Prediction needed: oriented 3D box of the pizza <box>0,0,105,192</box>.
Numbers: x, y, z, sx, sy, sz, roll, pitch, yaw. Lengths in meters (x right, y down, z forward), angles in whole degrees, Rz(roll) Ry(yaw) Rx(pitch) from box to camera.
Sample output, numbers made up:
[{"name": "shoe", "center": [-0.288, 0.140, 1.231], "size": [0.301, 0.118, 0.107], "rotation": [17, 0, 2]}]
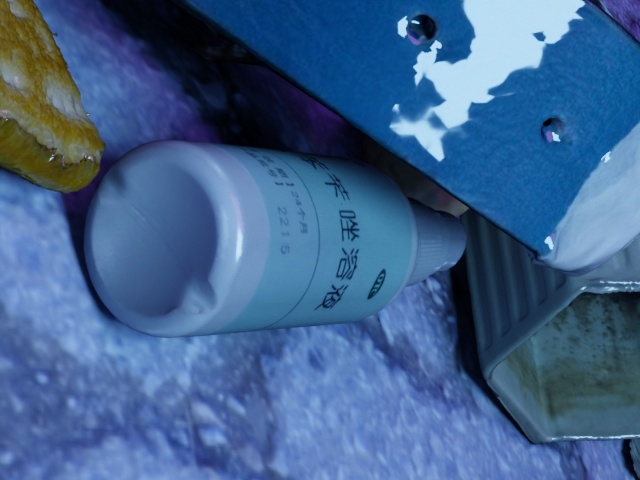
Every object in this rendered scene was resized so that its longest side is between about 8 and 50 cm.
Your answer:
[{"name": "pizza", "center": [-0.195, -0.121, 0.783], "size": [0.188, 0.062, 0.199], "rotation": [46, 23, -52]}]

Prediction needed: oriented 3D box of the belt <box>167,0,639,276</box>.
[{"name": "belt", "center": [0.039, -0.145, 0.936], "size": [0.436, 0.173, 0.300], "rotation": [30, 8, -13]}]

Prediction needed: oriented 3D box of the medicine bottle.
[{"name": "medicine bottle", "center": [0.000, 0.000, 0.938], "size": [0.352, 0.110, 0.110], "rotation": [1, 64, -59]}]

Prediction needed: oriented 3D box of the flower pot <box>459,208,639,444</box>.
[{"name": "flower pot", "center": [0.238, 0.033, 1.187], "size": [0.209, 0.239, 0.189], "rotation": [90, -1, -49]}]

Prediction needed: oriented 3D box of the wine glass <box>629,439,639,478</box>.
[{"name": "wine glass", "center": [0.402, 0.129, 1.423], "size": [0.190, 0.190, 0.357], "rotation": [55, 27, -12]}]

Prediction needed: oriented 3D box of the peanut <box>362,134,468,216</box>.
[{"name": "peanut", "center": [0.107, -0.112, 1.210], "size": [0.123, 0.123, 0.256], "rotation": [51, 31, -19]}]
